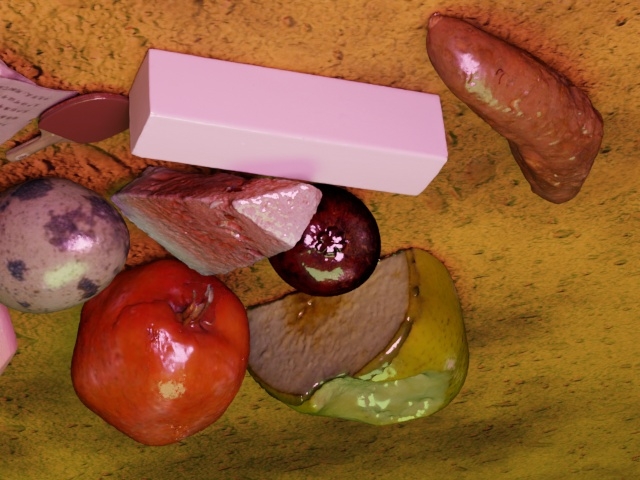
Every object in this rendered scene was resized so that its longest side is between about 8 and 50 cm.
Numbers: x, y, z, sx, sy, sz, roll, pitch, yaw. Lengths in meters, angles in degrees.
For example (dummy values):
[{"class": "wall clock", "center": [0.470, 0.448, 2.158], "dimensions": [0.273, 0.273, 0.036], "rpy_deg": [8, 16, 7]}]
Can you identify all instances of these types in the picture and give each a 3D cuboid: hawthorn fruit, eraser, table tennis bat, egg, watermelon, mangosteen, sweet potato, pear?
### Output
[{"class": "hawthorn fruit", "center": [-0.169, 0.117, 1.623], "dimensions": [0.211, 0.211, 0.299], "rpy_deg": [9, 155, -24]}, {"class": "eraser", "center": [-0.030, -0.111, 1.364], "dimensions": [0.298, 0.078, 0.076], "rpy_deg": [7, 150, -21]}, {"class": "table tennis bat", "center": [-0.247, -0.110, 1.395], "dimensions": [0.156, 0.013, 0.087], "rpy_deg": [-22, 158, 28]}, {"class": "egg", "center": [-0.278, 0.004, 1.467], "dimensions": [0.182, 0.141, 0.141], "rpy_deg": [-9, 154, 32]}, {"class": "watermelon", "center": [-0.092, -0.032, 1.418], "dimensions": [0.154, 0.094, 0.241], "rpy_deg": [31, 163, -34]}, {"class": "mangosteen", "center": [0.000, 0.000, 1.545], "dimensions": [0.140, 0.140, 0.140], "rpy_deg": [-4, 152, -2]}, {"class": "sweet potato", "center": [0.216, -0.117, 1.386], "dimensions": [0.114, 0.092, 0.341], "rpy_deg": [8, 161, 33]}, {"class": "pear", "center": [0.069, 0.150, 1.786], "dimensions": [0.292, 0.159, 0.292], "rpy_deg": [-6, 154, -3]}]

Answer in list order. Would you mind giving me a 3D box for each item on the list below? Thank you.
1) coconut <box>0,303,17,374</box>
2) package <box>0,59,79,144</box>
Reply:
[{"class": "coconut", "center": [-0.426, 0.112, 1.599], "dimensions": [0.171, 0.171, 0.182], "rpy_deg": [-7, 111, 3]}, {"class": "package", "center": [-0.380, -0.125, 1.304], "dimensions": [0.204, 0.062, 0.251], "rpy_deg": [-23, 151, 32]}]
